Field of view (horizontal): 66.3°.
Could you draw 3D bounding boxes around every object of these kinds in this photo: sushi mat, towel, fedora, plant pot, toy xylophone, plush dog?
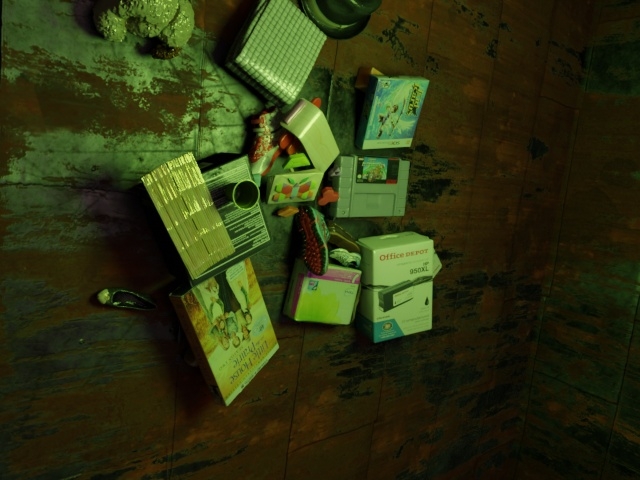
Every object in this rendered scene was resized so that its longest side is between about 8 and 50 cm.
[{"bbox_3d":[-0.344,-0.064,1.304,0.151,0.019,0.317,-33,119,-27],"label":"sushi mat"},{"bbox_3d":[-0.142,-0.591,1.518,0.235,0.121,0.284,32,73,-32],"label":"towel"},{"bbox_3d":[0.094,-0.838,1.638,0.334,0.152,0.334,-11,107,-39],"label":"fedora"},{"bbox_3d":[-0.223,-0.129,1.348,0.083,0.079,0.083,-10,106,-37],"label":"plant pot"},{"bbox_3d":[-0.043,-0.303,1.617,0.236,0.081,0.323,-49,152,-17],"label":"toy xylophone"},{"bbox_3d":[-0.412,-0.600,1.262,0.225,0.210,0.263,20,87,-65],"label":"plush dog"}]

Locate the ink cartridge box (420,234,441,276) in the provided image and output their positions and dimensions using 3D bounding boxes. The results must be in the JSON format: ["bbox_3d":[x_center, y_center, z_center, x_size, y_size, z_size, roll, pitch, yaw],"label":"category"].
[{"bbox_3d":[0.454,0.090,2.216,0.140,0.082,0.191,-48,127,-21],"label":"ink cartridge box"}]

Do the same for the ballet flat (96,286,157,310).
[{"bbox_3d":[-0.549,0.168,1.404,0.173,0.049,0.058,15,90,-41],"label":"ballet flat"}]

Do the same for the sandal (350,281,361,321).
[{"bbox_3d":[0.130,0.243,1.992,0.049,0.072,0.180,-5,106,-55],"label":"sandal"}]

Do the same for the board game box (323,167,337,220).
[{"bbox_3d":[0.105,-0.184,1.868,0.194,0.060,0.194,-9,106,-39],"label":"board game box"}]

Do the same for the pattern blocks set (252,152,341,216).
[{"bbox_3d":[-0.086,-0.170,1.590,0.324,0.026,0.285,-16,148,-10],"label":"pattern blocks set"}]

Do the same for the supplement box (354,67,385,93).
[{"bbox_3d":[0.241,-0.578,1.877,0.233,0.080,0.078,15,92,-40],"label":"supplement box"}]

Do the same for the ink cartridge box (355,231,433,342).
[{"bbox_3d":[0.300,0.184,2.014,0.285,0.166,0.395,-9,107,-22],"label":"ink cartridge box"}]

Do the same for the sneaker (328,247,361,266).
[{"bbox_3d":[0.095,0.070,1.891,0.135,0.052,0.058,11,58,-15],"label":"sneaker"}]

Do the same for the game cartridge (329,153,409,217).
[{"bbox_3d":[0.194,-0.204,1.854,0.354,0.068,0.230,-4,107,-37],"label":"game cartridge"}]

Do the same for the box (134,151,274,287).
[{"bbox_3d":[-0.334,-0.070,1.441,0.296,0.182,0.294,-29,116,-30],"label":"box"}]

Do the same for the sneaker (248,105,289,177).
[{"bbox_3d":[-0.195,-0.311,1.565,0.270,0.090,0.145,-52,127,-23],"label":"sneaker"}]

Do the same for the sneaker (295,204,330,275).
[{"bbox_3d":[0.000,0.000,1.741,0.125,0.104,0.262,13,61,-50],"label":"sneaker"}]

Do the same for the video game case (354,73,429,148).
[{"bbox_3d":[0.269,-0.484,1.858,0.244,0.061,0.270,-10,128,-31],"label":"video game case"}]

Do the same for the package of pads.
[{"bbox_3d":[0.011,0.201,1.855,0.296,0.101,0.229,11,93,-41],"label":"package of pads"}]

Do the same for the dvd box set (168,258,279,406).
[{"bbox_3d":[-0.292,0.271,1.583,0.307,0.062,0.421,-42,126,-47],"label":"dvd box set"}]

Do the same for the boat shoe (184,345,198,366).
[{"bbox_3d":[-0.376,0.332,1.592,0.170,0.063,0.059,-54,152,-27],"label":"boat shoe"}]

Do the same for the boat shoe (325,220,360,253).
[{"bbox_3d":[0.087,-0.007,1.889,0.207,0.073,0.073,42,34,-45],"label":"boat shoe"}]
